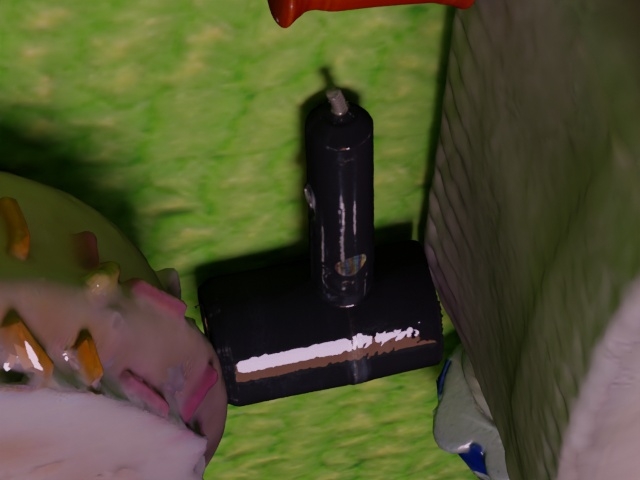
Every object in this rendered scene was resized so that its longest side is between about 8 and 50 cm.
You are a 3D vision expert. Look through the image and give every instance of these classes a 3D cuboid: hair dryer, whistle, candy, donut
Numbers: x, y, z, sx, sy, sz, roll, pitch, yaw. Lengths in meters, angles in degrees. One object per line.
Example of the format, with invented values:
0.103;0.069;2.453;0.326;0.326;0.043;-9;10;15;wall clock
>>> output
0.000;0.000;0.858;0.124;0.071;0.219;-10;143;-9;hair dryer
0.121;0.108;1.052;0.092;0.110;0.244;-55;158;-8;whistle
0.148;-0.001;0.775;0.145;0.208;0.358;-12;150;-8;candy
-0.226;0.089;0.798;0.382;0.142;0.382;-15;154;-7;donut

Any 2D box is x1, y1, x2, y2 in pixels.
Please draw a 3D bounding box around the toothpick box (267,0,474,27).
0.018;-0.111;0.687;0.083;0.047;0.047;-8;150;-12;toothpick box
